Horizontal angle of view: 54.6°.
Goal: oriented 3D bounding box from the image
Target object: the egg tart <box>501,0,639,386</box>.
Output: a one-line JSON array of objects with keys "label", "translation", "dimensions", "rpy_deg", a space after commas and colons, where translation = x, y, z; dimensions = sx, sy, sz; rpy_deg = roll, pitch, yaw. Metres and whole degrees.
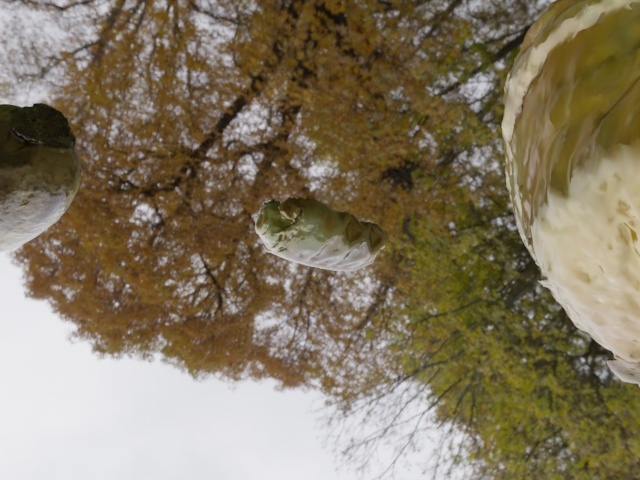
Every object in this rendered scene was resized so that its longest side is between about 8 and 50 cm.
[{"label": "egg tart", "translation": [0.243, -0.003, 0.340], "dimensions": [0.153, 0.351, 0.340], "rpy_deg": [-51, -58, -23]}]

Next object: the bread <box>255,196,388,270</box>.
[{"label": "bread", "translation": [0.000, 0.000, 0.976], "dimensions": [0.232, 0.128, 0.088], "rpy_deg": [21, -120, -47]}]

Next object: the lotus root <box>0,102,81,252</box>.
[{"label": "lotus root", "translation": [-0.351, -0.057, 0.671], "dimensions": [0.138, 0.214, 0.138], "rpy_deg": [49, -171, -11]}]
